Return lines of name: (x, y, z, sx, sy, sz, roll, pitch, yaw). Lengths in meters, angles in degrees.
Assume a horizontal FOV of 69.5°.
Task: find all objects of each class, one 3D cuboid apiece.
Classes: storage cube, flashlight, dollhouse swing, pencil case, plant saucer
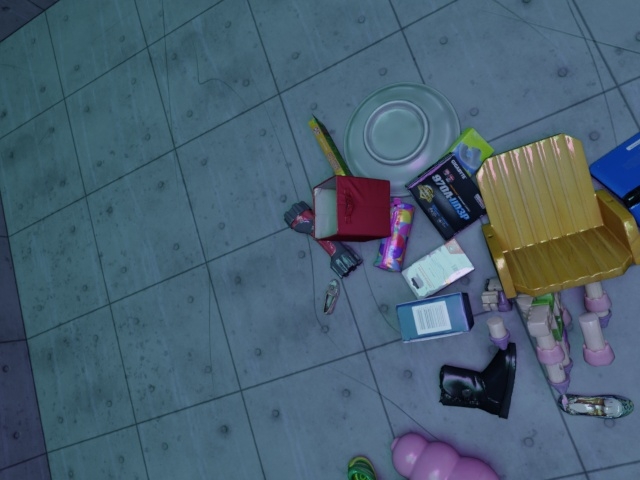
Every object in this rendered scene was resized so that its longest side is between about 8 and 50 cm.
storage cube: (0.099, -0.093, 1.475, 0.193, 0.215, 0.184, 2, 83, -24)
flashlight: (0.000, 0.000, 1.592, 0.304, 0.103, 0.103, 49, 128, 17)
dollhouse swing: (0.619, -0.080, 1.255, 0.346, 0.315, 0.305, -17, 113, 17)
pencil case: (0.240, -0.015, 1.504, 0.104, 0.104, 0.237, 10, 89, 21)
plant saucer: (0.257, -0.347, 1.532, 0.399, 0.100, 0.401, -2, 84, 20)

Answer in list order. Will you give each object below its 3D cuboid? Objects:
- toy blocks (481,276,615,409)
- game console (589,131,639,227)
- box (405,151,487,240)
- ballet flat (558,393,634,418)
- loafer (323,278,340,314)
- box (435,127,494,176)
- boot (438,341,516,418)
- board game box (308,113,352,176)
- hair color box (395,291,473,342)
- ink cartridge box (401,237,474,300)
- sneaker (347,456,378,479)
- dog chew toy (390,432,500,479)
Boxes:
toy blocks: (0.621, 0.258, 1.254, 0.308, 0.288, 0.260, -12, 111, 36)
game console: (0.969, -0.176, 1.289, 0.293, 0.173, 0.250, -36, 43, 13)
box: (0.396, -0.135, 1.435, 0.175, 0.051, 0.220, -36, 101, 13)
ballet flat: (0.765, 0.464, 1.277, 0.188, 0.070, 0.070, -7, 82, 19)
loafer: (0.036, 0.195, 1.587, 0.045, 0.039, 0.125, 12, 89, 22)
box: (0.446, -0.253, 1.457, 0.109, 0.042, 0.178, 39, 99, -15)
boot: (0.458, 0.399, 1.358, 0.207, 0.094, 0.247, 8, 110, 19)
board game box: (0.036, -0.312, 1.595, 0.039, 0.124, 0.260, -28, 75, 16)
hair color box: (0.336, 0.214, 1.310, 0.173, 0.347, 0.105, -14, 79, 19)
ink cartridge box: (0.371, 0.095, 1.460, 0.198, 0.067, 0.115, -33, 74, 13)
sneaker: (0.169, 0.826, 1.428, 0.109, 0.123, 0.296, -40, 73, 12)
dog chew toy: (0.353, 0.689, 1.342, 0.331, 0.206, 0.207, 26, 94, 29)
